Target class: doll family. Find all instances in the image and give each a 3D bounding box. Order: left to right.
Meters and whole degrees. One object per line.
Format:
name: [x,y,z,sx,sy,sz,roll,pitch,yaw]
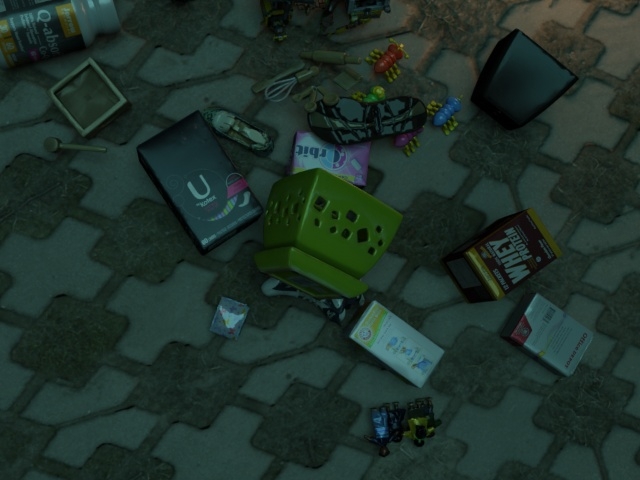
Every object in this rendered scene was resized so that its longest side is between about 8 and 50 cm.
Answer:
doll family: [0.190,0.429,1.874,0.193,0.076,0.111,-6,89,-5]

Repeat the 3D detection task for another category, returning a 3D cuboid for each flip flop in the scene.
flip flop: [0.107,-0.282,1.892,0.277,0.080,0.112,-8,94,-7]

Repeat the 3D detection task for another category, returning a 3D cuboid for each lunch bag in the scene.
lunch bag: [-0.204,0.175,1.846,0.071,0.053,0.083,19,90,-5]

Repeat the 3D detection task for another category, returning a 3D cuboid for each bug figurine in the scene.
bug figurine: [0.203,-0.337,1.962,0.279,0.072,0.216,40,79,-3]

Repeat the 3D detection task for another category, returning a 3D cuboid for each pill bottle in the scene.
pill bottle: [-0.595,-0.490,1.802,0.278,0.162,0.162,-19,87,-11]

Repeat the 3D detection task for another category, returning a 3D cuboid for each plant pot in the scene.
plant pot: [0.000,0.000,1.718,0.227,0.228,0.207,27,74,-23]
plant pot: [0.470,-0.369,1.963,0.188,0.187,0.167,37,92,-4]

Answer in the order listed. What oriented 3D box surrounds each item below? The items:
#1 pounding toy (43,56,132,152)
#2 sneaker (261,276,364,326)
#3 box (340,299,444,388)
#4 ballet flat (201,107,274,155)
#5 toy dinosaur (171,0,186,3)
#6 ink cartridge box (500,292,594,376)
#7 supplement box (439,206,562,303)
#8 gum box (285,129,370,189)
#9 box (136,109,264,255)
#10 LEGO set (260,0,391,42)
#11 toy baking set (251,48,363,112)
pounding toy: [-0.527,-0.270,1.828,0.206,0.094,0.181,-40,96,-2]
sneaker: [-0.007,0.131,1.861,0.235,0.094,0.153,-13,77,-21]
box: [0.161,0.234,1.866,0.203,0.114,0.103,36,80,-5]
ballet flat: [-0.190,-0.260,1.892,0.188,0.070,0.070,25,80,-6]
toy dinosaur: [-0.364,-0.659,1.864,0.218,0.164,0.322,42,77,1]
ink cartridge box: [0.540,0.226,1.951,0.175,0.072,0.127,35,79,-4]
supplement box: [0.412,0.039,1.890,0.191,0.194,0.129,-34,90,-11]
gum box: [0.016,-0.188,1.918,0.188,0.062,0.107,8,82,-8]
box: [-0.268,-0.125,1.823,0.165,0.143,0.270,-34,89,-12]
LEGO set: [0.017,-0.533,1.863,0.331,0.255,0.192,-7,68,-17]
toy baking set: [-0.030,-0.378,1.893,0.256,0.030,0.197,17,55,30]
